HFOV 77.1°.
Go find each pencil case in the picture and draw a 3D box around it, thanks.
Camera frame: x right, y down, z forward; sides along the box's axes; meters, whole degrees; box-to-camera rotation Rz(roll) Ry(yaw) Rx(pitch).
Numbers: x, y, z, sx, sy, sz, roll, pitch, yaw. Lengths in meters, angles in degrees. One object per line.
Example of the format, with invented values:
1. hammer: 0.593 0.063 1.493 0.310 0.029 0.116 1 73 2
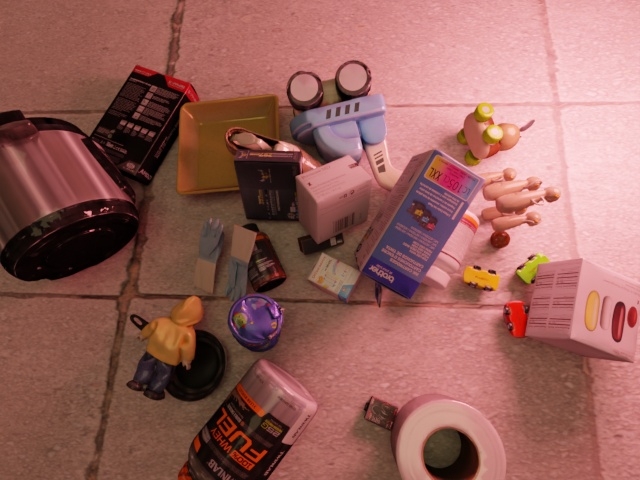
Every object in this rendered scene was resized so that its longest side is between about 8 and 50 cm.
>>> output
1. pencil case: -0.158 0.219 1.040 0.133 0.306 0.119 -16 74 -11

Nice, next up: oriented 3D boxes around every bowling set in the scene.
1. bowling set: 0.552 -0.088 1.147 0.154 0.287 0.199 -12 116 9

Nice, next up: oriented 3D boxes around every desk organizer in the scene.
1. desk organizer: 0.000 0.000 1.215 0.130 0.050 0.047 -16 107 -15

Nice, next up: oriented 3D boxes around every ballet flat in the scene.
1. ballet flat: -0.149 -0.259 1.192 0.316 0.106 0.107 18 77 10

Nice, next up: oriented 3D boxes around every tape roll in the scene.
1. tape roll: 0.300 0.510 0.982 0.246 0.169 0.245 -2 74 6

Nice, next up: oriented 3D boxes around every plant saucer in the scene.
1. plant saucer: -0.290 -0.300 1.314 0.333 0.081 0.332 -4 73 4

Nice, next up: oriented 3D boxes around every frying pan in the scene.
1. frying pan: -0.423 0.343 1.158 0.327 0.053 0.197 10 74 10

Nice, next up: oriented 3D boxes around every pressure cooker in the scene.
1. pressure cooker: -0.779 -0.142 1.142 0.370 0.375 0.420 -39 81 16

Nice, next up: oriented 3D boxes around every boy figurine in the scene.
1. boy figurine: -0.421 0.280 1.108 0.177 0.092 0.285 20 75 10

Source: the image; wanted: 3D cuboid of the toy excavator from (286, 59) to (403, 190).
1. toy excavator: 0.140 -0.293 1.231 0.433 0.222 0.444 -13 87 1

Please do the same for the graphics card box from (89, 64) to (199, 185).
1. graphics card box: -0.606 -0.395 1.364 0.233 0.094 0.370 22 76 11

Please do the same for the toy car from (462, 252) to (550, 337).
1. toy car: 0.548 0.122 1.129 0.225 0.053 0.239 -38 75 -6

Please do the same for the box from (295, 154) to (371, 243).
1. box: 0.036 -0.116 1.149 0.181 0.181 0.119 -26 55 -18

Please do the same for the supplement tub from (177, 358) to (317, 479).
1. supplement tub: -0.182 0.491 1.012 0.207 0.207 0.338 36 80 14

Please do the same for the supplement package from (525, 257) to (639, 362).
1. supplement package: 0.669 0.177 1.024 0.194 0.149 0.203 20 76 -10

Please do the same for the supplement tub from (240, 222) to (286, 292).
1. supplement tub: -0.184 0.048 1.192 0.106 0.106 0.197 -26 73 -2

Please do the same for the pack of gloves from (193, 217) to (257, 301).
1. pack of gloves: -0.276 0.055 1.185 0.195 0.046 0.231 19 105 23

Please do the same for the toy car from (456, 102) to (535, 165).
1. toy car: 0.541 -0.328 1.213 0.189 0.155 0.148 -11 73 -8

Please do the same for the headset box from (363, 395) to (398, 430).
1. headset box: 0.159 0.462 1.079 0.083 0.032 0.062 22 77 9

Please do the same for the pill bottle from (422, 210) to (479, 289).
1. pill bottle: 0.351 0.020 1.140 0.121 0.121 0.221 26 79 12

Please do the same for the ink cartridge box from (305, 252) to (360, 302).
1. ink cartridge box: 0.034 0.105 1.162 0.143 0.090 0.092 26 78 11

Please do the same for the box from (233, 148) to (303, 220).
1. box: -0.142 -0.156 1.177 0.184 0.232 0.059 3 49 3

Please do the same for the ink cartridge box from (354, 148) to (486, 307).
1. ink cartridge box: 0.218 -0.022 1.045 0.151 0.270 0.395 32 98 -2
